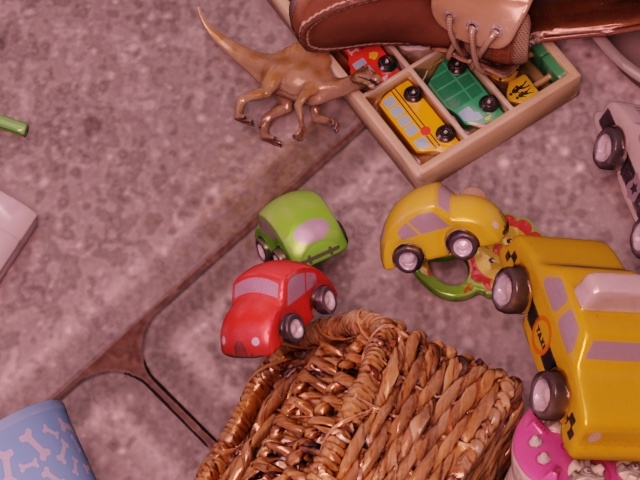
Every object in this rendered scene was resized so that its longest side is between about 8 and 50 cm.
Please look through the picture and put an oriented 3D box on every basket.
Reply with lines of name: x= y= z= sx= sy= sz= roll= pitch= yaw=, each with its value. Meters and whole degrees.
basket: x=-0.015 y=0.192 z=1.260 sx=0.223 sy=0.213 sz=0.299 roll=26 pitch=70 yaw=16

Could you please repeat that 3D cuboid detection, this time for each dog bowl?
dog bowl: x=-0.290 y=0.235 z=1.304 sx=0.297 sy=0.166 sz=0.074 roll=-37 pitch=78 yaw=-11

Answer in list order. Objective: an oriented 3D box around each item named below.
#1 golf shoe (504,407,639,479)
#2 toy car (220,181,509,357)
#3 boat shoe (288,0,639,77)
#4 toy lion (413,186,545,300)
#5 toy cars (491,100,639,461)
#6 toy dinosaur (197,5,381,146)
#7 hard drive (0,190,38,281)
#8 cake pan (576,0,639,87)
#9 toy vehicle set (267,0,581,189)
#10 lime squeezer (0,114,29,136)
golf shoe: x=0.270 y=0.191 z=1.298 sx=0.306 sy=0.140 sz=0.115 roll=7 pitch=39 yaw=-13
toy car: x=0.000 y=0.000 z=1.363 sx=0.239 sy=0.053 sz=0.225 roll=-25 pitch=20 yaw=-16
boat shoe: x=0.136 y=-0.196 z=1.428 sx=0.324 sy=0.123 sz=0.116 roll=-13 pitch=70 yaw=5
toy lion: x=0.129 y=0.013 z=1.434 sx=0.100 sy=0.034 sz=0.096 roll=-39 pitch=75 yaw=-12
toy cars: x=0.242 y=0.003 z=1.307 sx=0.176 sy=0.087 sz=0.394 roll=34 pitch=43 yaw=6
toy dinosaur: x=-0.034 y=-0.132 z=1.498 sx=0.183 sy=0.053 sz=0.093 roll=19 pitch=77 yaw=22
hard drive: x=-0.397 y=0.057 z=1.438 sx=0.203 sy=0.040 sz=0.307 roll=30 pitch=70 yaw=3
cake pan: x=0.357 y=-0.224 z=1.506 sx=0.293 sy=0.054 sz=0.293 roll=-2 pitch=65 yaw=5
toy vehicle set: x=0.078 y=-0.184 z=1.527 sx=0.166 sy=0.035 sz=0.267 roll=-33 pitch=66 yaw=-9
lime squeezer: x=-0.414 y=-0.096 z=1.527 sx=0.310 sy=0.059 sz=0.110 roll=-18 pitch=64 yaw=-4
